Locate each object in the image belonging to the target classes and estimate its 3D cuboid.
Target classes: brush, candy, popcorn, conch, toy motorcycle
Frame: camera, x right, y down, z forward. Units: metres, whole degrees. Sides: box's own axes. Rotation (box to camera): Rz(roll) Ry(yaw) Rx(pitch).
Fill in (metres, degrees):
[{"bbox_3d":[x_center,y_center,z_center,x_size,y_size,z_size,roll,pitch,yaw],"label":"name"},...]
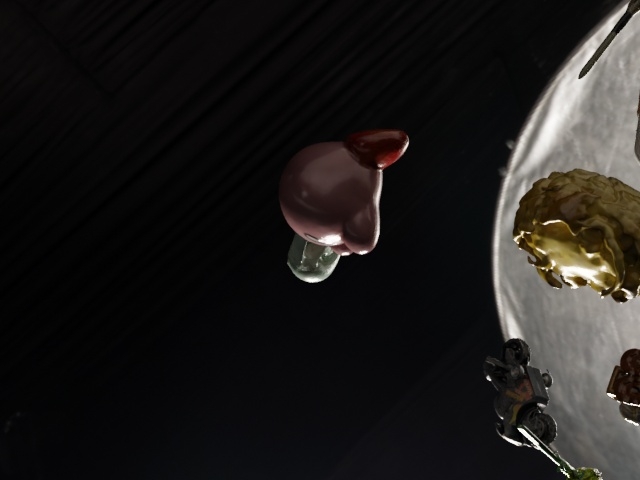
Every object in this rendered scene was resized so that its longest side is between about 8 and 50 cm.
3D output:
[{"bbox_3d":[0.808,-0.566,1.824,0.039,0.299,0.042,40,177,-14],"label":"brush"},{"bbox_3d":[0.514,0.477,1.412,0.262,0.077,0.073,43,140,-14],"label":"candy"},{"bbox_3d":[0.448,-0.010,1.110,0.250,0.190,0.250,40,173,6],"label":"popcorn"},{"bbox_3d":[-0.005,-0.001,1.653,0.121,0.221,0.185,28,-166,13],"label":"conch"},{"bbox_3d":[0.491,0.394,1.640,0.108,0.173,0.307,19,-141,-21],"label":"toy motorcycle"}]

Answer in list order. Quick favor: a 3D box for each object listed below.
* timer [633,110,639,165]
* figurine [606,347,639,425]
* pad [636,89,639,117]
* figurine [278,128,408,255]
[{"bbox_3d":[1.020,-0.295,1.829,0.262,0.237,0.087,9,-173,24],"label":"timer"},{"bbox_3d":[0.706,0.336,1.322,0.382,0.261,0.186,31,173,-33],"label":"figurine"},{"bbox_3d":[1.075,-0.438,1.897,0.286,0.018,0.284,26,140,37],"label":"pad"},{"bbox_3d":[0.022,-0.114,1.362,0.211,0.261,0.269,16,176,-14],"label":"figurine"}]
